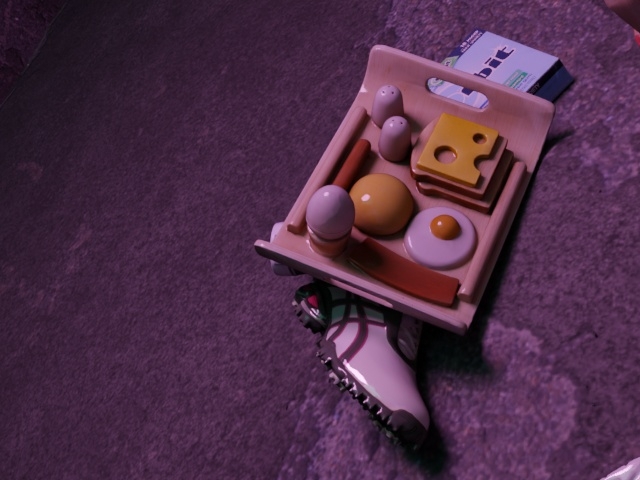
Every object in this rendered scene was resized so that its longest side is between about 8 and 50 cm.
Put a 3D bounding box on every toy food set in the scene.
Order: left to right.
[{"bbox_3d":[0.095,-0.065,0.952,0.219,0.092,0.306,21,59,13],"label":"toy food set"}]

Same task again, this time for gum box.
[{"bbox_3d":[0.193,-0.176,1.132,0.157,0.041,0.184,-46,33,1],"label":"gum box"}]

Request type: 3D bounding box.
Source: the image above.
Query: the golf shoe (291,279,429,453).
[{"bbox_3d":[0.058,0.096,0.932,0.120,0.105,0.273,-38,33,3],"label":"golf shoe"}]

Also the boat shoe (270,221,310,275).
[{"bbox_3d":[0.000,0.000,1.072,0.076,0.080,0.228,-1,1,10],"label":"boat shoe"}]

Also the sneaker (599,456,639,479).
[{"bbox_3d":[0.183,0.247,0.637,0.232,0.090,0.115,-39,36,13],"label":"sneaker"}]

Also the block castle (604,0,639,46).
[{"bbox_3d":[0.459,-0.357,0.782,0.303,0.213,0.453,21,92,46],"label":"block castle"}]
